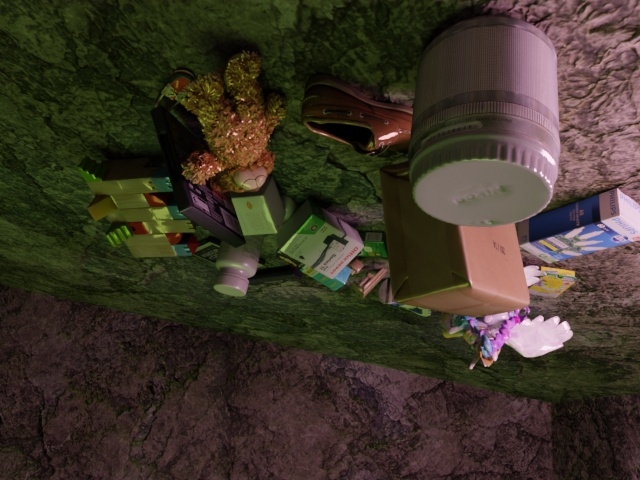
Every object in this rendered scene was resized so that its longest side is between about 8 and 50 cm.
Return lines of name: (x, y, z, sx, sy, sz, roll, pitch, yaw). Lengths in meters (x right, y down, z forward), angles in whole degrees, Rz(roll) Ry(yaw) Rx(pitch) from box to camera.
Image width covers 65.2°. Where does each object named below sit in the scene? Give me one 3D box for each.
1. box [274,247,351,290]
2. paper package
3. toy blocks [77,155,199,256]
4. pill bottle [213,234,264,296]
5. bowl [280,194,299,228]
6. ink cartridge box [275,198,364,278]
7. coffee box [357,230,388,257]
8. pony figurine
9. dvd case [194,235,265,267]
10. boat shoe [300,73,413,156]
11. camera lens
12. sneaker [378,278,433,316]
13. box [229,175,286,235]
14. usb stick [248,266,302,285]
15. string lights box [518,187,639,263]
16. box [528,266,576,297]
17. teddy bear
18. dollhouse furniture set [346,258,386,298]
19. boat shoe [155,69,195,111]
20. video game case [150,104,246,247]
box: (-0.026, 0.073, 1.666, 0.244, 0.060, 0.100, 31, 152, -8)
paper package: (0.292, -0.006, 1.076, 0.168, 0.310, 0.324, -19, 157, 38)
toy blocks: (-0.450, -0.087, 1.396, 0.260, 0.191, 0.382, -2, 135, 13)
pill bottle: (-0.259, 0.052, 1.579, 0.131, 0.230, 0.131, 9, 156, 4)
bowl: (-0.134, -0.078, 1.460, 0.141, 0.053, 0.142, 1, 153, 19)
ink cartridge box: (0.000, 0.000, 1.442, 0.208, 0.087, 0.153, 30, 114, -31)
coffee box: (0.117, 0.010, 1.568, 0.184, 0.041, 0.113, 2, 154, 17)
pony figurine: (0.569, 0.257, 1.614, 0.303, 0.350, 0.363, 56, 180, -10)
dvd case: (-0.353, 0.059, 1.881, 0.238, 0.030, 0.179, 26, 151, -33)
boat shoe: (0.101, -0.215, 0.993, 0.307, 0.105, 0.111, 16, 154, -15)
camera lens: (0.254, -0.187, 0.785, 0.219, 0.275, 0.219, 9, 156, 4)
sneaker: (0.382, 0.196, 1.800, 0.182, 0.128, 0.315, 24, 160, -37)
box: (-0.198, -0.090, 1.348, 0.170, 0.091, 0.130, -3, 130, 18)
usb stick: (-0.192, 0.144, 1.986, 0.277, 0.045, 0.077, -10, 148, 38)
string lights box: (0.637, -0.029, 1.228, 0.133, 0.077, 0.259, 24, 153, -26)
box: (0.730, 0.131, 1.592, 0.105, 0.043, 0.179, 9, 158, 6)
teddy bear: (-0.163, -0.208, 0.988, 0.113, 0.245, 0.338, 33, 136, 20)
dollhouse furniture set: (0.139, 0.090, 1.755, 0.151, 0.123, 0.144, 41, 162, 17)
boat shoe: (-0.303, -0.305, 1.033, 0.049, 0.043, 0.137, 29, 149, -33)
video game case: (-0.267, -0.130, 1.118, 0.035, 0.249, 0.275, -24, 160, 7)
